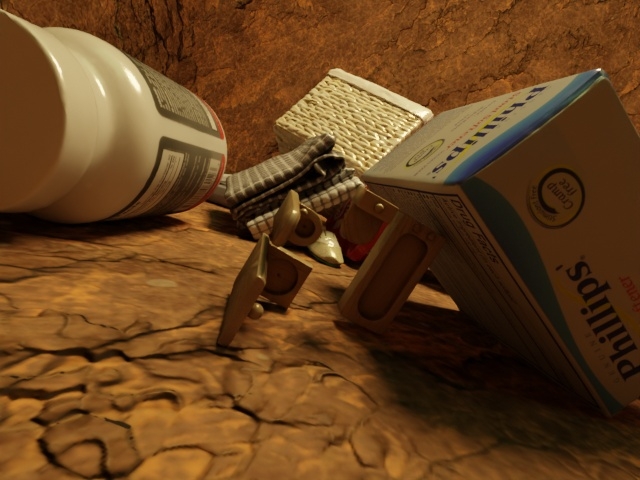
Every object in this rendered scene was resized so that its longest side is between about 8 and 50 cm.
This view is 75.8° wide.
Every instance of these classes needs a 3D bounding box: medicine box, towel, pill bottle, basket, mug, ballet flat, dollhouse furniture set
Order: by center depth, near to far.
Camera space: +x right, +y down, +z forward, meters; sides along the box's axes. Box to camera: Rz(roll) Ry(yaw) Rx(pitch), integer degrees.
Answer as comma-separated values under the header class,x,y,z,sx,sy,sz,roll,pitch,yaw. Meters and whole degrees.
class,x,y,z,sx,sy,sz,roll,pitch,yaw
dollhouse furniture set,0.022,0.032,0.347,0.151,0.144,0.123,30,10,-12
medicine box,0.209,-0.010,0.464,0.264,0.149,0.289,51,-1,-14
pill bottle,-0.271,-0.130,0.517,0.210,0.211,0.363,17,7,4
ballet flat,0.000,0.000,0.748,0.057,0.053,0.168,13,9,-23
mug,0.107,-0.039,0.773,0.113,0.169,0.150,16,43,-35
towel,-0.069,-0.118,0.819,0.234,0.122,0.284,-24,16,-4
basket,0.091,-0.220,1.129,0.331,0.266,0.328,33,-24,24

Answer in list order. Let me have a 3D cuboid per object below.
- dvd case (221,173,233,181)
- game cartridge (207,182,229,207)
class,x,y,z,sx,sy,sz,roll,pitch,yaw
dvd case,-0.378,-0.170,1.050,0.180,0.022,0.252,11,11,41
game cartridge,-0.190,-0.112,1.148,0.195,0.060,0.294,22,9,14
